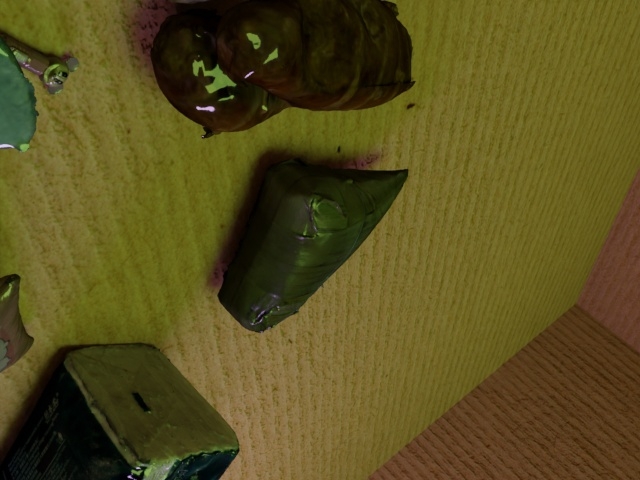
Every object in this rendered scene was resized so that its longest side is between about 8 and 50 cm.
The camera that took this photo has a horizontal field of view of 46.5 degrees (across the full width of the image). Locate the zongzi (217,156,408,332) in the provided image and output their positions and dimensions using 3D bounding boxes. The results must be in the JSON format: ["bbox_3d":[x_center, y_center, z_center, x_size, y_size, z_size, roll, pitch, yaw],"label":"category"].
[{"bbox_3d":[0.000,0.000,1.344,0.361,0.160,0.322,-17,145,-52],"label":"zongzi"}]

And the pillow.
[{"bbox_3d":[-0.466,0.146,0.933,0.223,0.084,0.236,-36,172,-27],"label":"pillow"}]

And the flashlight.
[{"bbox_3d":[-0.312,-0.194,0.807,0.052,0.031,0.110,-51,150,8],"label":"flashlight"}]

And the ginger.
[{"bbox_3d":[-0.043,-0.238,0.962,0.418,0.254,0.176,-25,104,-52],"label":"ginger"}]

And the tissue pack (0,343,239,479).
[{"bbox_3d":[-0.370,0.413,1.231,0.416,0.264,0.253,-56,150,15],"label":"tissue pack"}]

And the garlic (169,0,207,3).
[{"bbox_3d":[-0.066,-0.408,0.779,0.279,0.132,0.325,-21,148,-51],"label":"garlic"}]

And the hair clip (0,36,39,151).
[{"bbox_3d":[-0.404,-0.168,0.504,0.392,0.238,0.318,-37,148,-18],"label":"hair clip"}]
